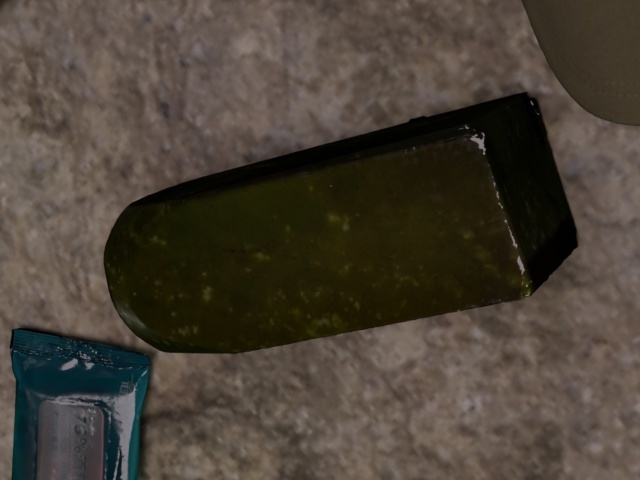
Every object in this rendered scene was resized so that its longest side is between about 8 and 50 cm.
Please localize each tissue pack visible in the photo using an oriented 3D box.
[{"bbox_3d":[-0.131,0.119,1.007,0.085,0.028,0.138,8,101,20],"label":"tissue pack"}]

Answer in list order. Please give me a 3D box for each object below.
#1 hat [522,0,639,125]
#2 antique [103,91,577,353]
[{"bbox_3d":[0.123,-0.143,0.774,0.166,0.144,0.173,-11,76,29],"label":"hat"},{"bbox_3d":[0.000,0.000,0.885,0.220,0.080,0.081,-14,98,26],"label":"antique"}]
